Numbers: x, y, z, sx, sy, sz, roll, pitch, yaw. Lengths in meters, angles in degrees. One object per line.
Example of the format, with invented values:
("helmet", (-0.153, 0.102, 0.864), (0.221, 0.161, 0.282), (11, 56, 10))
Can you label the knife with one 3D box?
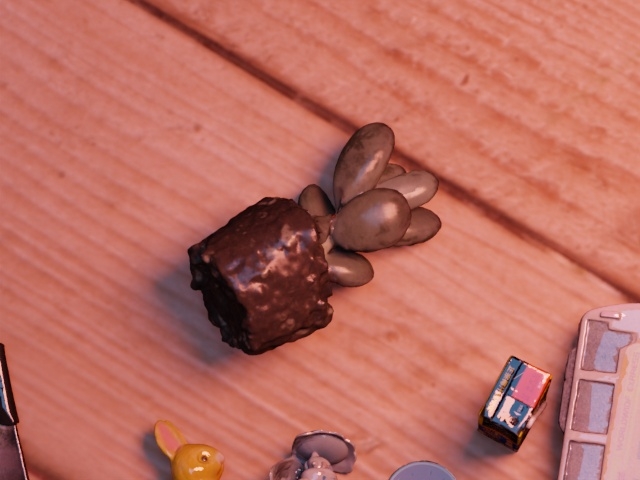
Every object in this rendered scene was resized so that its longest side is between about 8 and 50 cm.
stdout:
("knife", (-0.338, 0.222, 1.989), (0.060, 0.028, 0.230), (-16, 81, 13))

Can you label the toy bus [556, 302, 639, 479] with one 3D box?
("toy bus", (0.304, 0.233, 1.902), (0.138, 0.097, 0.343), (7, 81, 12))

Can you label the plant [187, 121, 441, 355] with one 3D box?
("plant", (0.000, 0.002, 1.948), (0.274, 0.149, 0.146), (-35, 121, -19))

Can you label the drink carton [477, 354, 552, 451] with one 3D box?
("drink carton", (0.195, 0.166, 1.884), (0.056, 0.166, 0.071), (25, 82, 8))

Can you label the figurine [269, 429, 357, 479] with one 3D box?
("figurine", (-0.007, 0.248, 1.931), (0.082, 0.094, 0.086), (-21, 42, 37))

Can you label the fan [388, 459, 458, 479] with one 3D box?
("fan", (0.097, 0.293, 1.949), (0.085, 0.005, 0.133), (22, 81, 7))

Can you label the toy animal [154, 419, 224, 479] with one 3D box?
("toy animal", (-0.127, 0.251, 1.940), (0.070, 0.083, 0.159), (-21, 69, -7))
